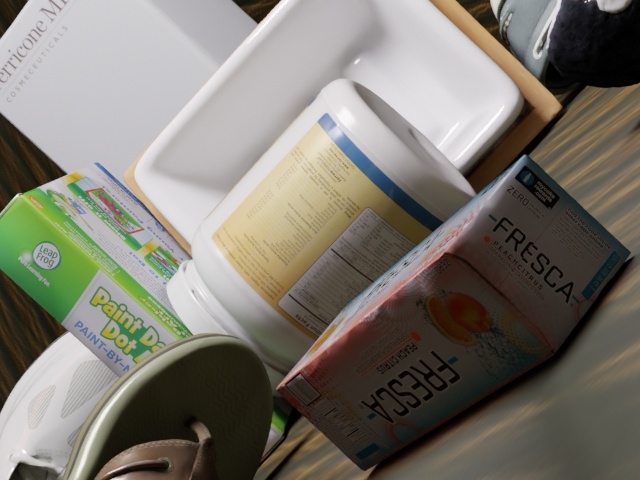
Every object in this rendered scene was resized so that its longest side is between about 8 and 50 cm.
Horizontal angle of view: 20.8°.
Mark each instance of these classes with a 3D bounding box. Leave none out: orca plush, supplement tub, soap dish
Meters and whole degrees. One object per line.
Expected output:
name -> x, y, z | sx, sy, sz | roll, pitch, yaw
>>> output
orca plush -> 0.246, -0.180, 0.915 | 0.287, 0.102, 0.151 | -38, -46, -18
supplement tub -> 0.000, 0.000, 1.247 | 0.199, 0.144, 0.144 | -47, 2, 12
soap dish -> 0.018, -0.073, 1.387 | 0.291, 0.229, 0.118 | -47, -17, 9

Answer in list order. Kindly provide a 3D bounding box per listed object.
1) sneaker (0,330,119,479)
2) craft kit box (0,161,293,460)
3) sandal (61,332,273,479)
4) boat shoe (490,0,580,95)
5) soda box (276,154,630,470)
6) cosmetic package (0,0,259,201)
sneaker -> -0.241, 0.275, 1.390 | 0.447, 0.169, 0.257 | -55, 8, 16
craft kit box -> -0.120, 0.052, 1.314 | 0.061, 0.250, 0.246 | -47, 1, 7
sandal -> -0.110, 0.177, 1.010 | 0.086, 0.120, 0.303 | -6, 35, 43
boat shoe -> 0.259, -0.223, 1.291 | 0.319, 0.116, 0.099 | -38, 50, 36
soda box -> 0.049, 0.036, 0.726 | 0.063, 0.058, 0.183 | -48, 3, -30
cosmetic package -> -0.130, -0.117, 1.918 | 0.230, 0.453, 0.161 | -47, 2, 28
